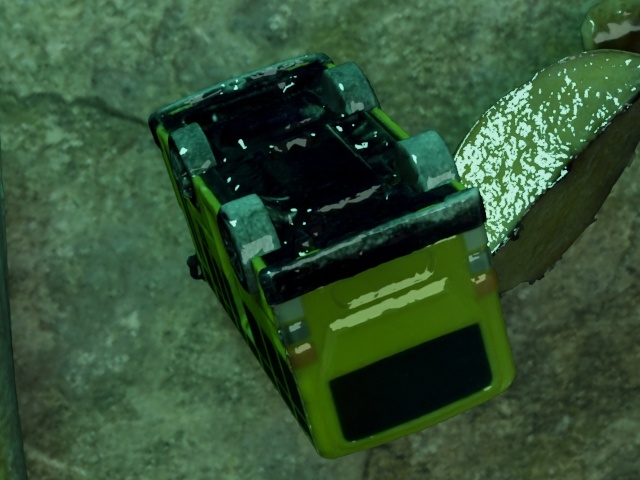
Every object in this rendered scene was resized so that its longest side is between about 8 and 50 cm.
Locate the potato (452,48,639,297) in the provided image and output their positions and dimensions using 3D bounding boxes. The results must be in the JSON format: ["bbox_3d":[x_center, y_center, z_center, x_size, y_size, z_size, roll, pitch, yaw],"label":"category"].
[{"bbox_3d":[0.130,-0.051,1.214,0.172,0.089,0.100,-50,155,-4],"label":"potato"}]

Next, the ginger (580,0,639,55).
[{"bbox_3d":[0.314,-0.062,1.261,0.166,0.080,0.333,-40,105,-1],"label":"ginger"}]

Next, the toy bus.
[{"bbox_3d":[0.000,0.000,1.094,0.128,0.262,0.150,-21,116,-10],"label":"toy bus"}]

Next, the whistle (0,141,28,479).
[{"bbox_3d":[-0.211,0.078,1.158,0.068,0.057,0.326,-7,106,-17],"label":"whistle"}]
